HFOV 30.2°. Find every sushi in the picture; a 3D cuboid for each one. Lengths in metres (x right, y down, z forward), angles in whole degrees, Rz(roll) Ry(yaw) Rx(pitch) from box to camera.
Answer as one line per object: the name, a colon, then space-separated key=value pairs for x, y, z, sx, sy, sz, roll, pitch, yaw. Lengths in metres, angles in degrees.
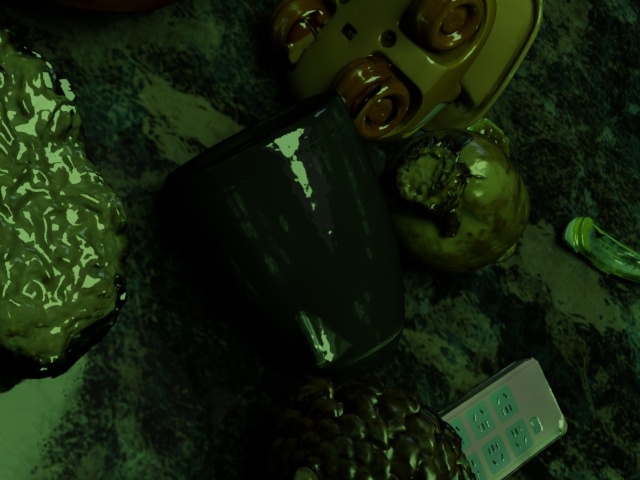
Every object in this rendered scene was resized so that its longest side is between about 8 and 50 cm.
sushi: x=-0.305 y=-0.039 z=1.086 sx=0.211 sy=0.170 sz=0.350 roll=-26 pitch=92 yaw=-36

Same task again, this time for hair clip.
hair clip: x=0.407 y=0.016 z=1.660 sx=0.188 sy=0.033 sz=0.060 roll=27 pitch=61 yaw=-24

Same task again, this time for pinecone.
pinecone: x=0.049 y=0.258 z=1.229 sx=0.272 sy=0.224 sz=0.224 roll=14 pitch=68 yaw=-53

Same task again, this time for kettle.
kettle: x=0.000 y=0.000 z=1.292 sx=0.290 sy=0.207 sz=0.268 roll=61 pitch=25 yaw=-12

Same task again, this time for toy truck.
toy truck: x=0.099 y=-0.242 z=1.379 sx=0.211 sy=0.288 sz=0.204 roll=19 pitch=25 yaw=-53

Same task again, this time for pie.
pie: x=0.219 y=-0.128 z=1.576 sx=0.084 sy=0.020 sz=0.085 roll=11 pitch=71 yaw=-33

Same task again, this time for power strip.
power strip: x=0.194 y=0.242 z=1.442 sx=0.278 sy=0.037 sz=0.109 roll=-26 pitch=92 yaw=-37

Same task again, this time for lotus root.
lotus root: x=0.160 y=-0.041 z=1.406 sx=0.314 sy=0.169 sz=0.141 roll=39 pitch=22 yaw=-60

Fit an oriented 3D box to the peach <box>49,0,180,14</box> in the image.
peach: x=-0.214 y=-0.407 z=1.175 sx=0.372 sy=0.290 sz=0.373 roll=-8 pitch=113 yaw=-19
